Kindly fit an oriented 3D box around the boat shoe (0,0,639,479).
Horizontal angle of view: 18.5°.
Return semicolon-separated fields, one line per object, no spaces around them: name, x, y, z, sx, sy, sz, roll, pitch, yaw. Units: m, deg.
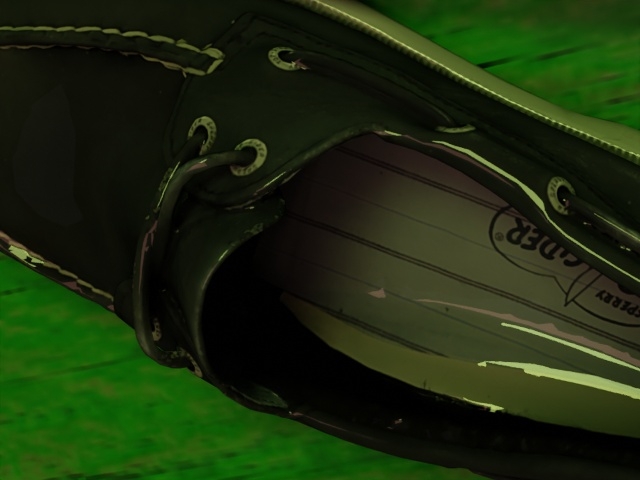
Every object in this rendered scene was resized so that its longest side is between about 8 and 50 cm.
boat shoe;0.000;0.004;0.614;0.340;0.113;0.127;22;119;9
